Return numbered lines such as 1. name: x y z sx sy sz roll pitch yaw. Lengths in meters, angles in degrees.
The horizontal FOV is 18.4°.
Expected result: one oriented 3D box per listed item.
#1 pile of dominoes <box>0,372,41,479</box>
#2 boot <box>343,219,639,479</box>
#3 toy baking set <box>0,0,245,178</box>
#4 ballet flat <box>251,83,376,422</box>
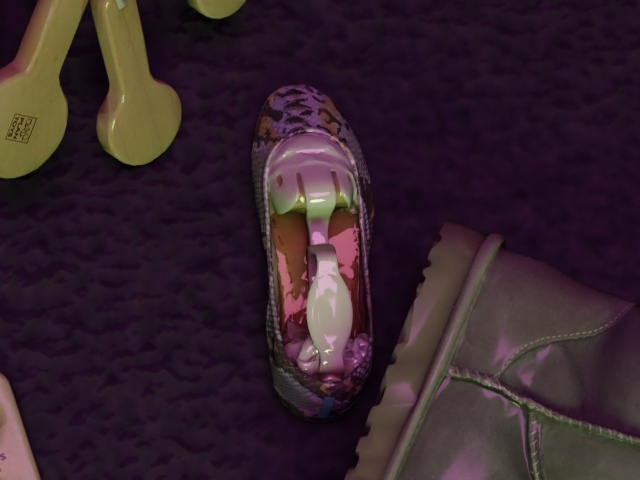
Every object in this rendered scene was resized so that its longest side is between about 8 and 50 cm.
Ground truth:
1. pile of dominoes: -0.214 0.087 0.593 0.196 0.040 0.251 45 77 5
2. boot: 0.110 0.097 0.585 0.208 0.076 0.190 19 83 9
3. toy baking set: -0.057 -0.130 0.601 0.256 0.197 0.030 -47 50 -11
4. ballet flat: 0.000 0.000 0.638 0.041 0.041 0.114 -3 77 -7
